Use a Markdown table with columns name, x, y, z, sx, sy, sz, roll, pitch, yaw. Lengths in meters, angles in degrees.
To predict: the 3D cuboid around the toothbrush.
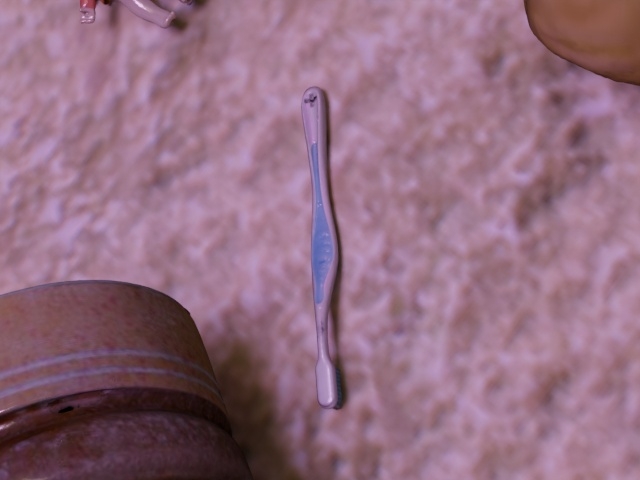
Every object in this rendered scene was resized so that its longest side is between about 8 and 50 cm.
| name | x | y | z | sx | sy | sz | roll | pitch | yaw |
| --- | --- | --- | --- | --- | --- | --- | --- | --- | --- |
| toothbrush | 0.000 | 0.000 | 0.623 | 0.014 | 0.017 | 0.162 | -11 | 71 | 20 |

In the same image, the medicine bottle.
| name | x | y | z | sx | sy | sz | roll | pitch | yaw |
| --- | --- | --- | --- | --- | --- | --- | --- | --- | --- |
| medicine bottle | -0.070 | 0.185 | 0.500 | 0.151 | 0.151 | 0.322 | -32 | 58 | 12 |

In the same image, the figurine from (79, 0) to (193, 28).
| name | x | y | z | sx | sy | sz | roll | pitch | yaw |
| --- | --- | --- | --- | --- | --- | --- | --- | --- | --- |
| figurine | -0.114 | -0.144 | 0.702 | 0.109 | 0.047 | 0.064 | 34 | 82 | 19 |

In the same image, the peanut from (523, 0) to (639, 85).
| name | x | y | z | sx | sy | sz | roll | pitch | yaw |
| --- | --- | --- | --- | --- | --- | --- | --- | --- | --- |
| peanut | 0.209 | -0.187 | 0.522 | 0.319 | 0.147 | 0.147 | -45 | 62 | 2 |
